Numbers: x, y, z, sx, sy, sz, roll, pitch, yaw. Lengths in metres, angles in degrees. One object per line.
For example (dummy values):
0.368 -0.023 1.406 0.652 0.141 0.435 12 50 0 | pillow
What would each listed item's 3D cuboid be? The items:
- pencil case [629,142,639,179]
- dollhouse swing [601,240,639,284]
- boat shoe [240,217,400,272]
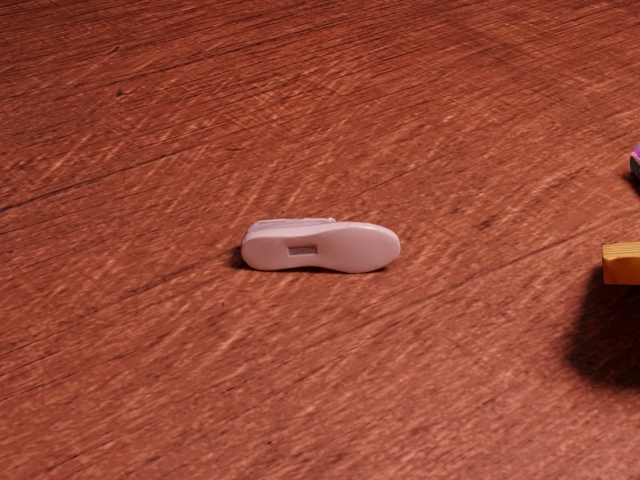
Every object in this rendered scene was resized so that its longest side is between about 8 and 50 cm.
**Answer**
0.452 -0.075 1.323 0.070 0.064 0.152 13 30 -12 | pencil case
0.467 -0.089 1.035 0.305 0.315 0.347 11 6 15 | dollhouse swing
0.000 0.000 1.190 0.184 0.066 0.063 -6 33 5 | boat shoe
